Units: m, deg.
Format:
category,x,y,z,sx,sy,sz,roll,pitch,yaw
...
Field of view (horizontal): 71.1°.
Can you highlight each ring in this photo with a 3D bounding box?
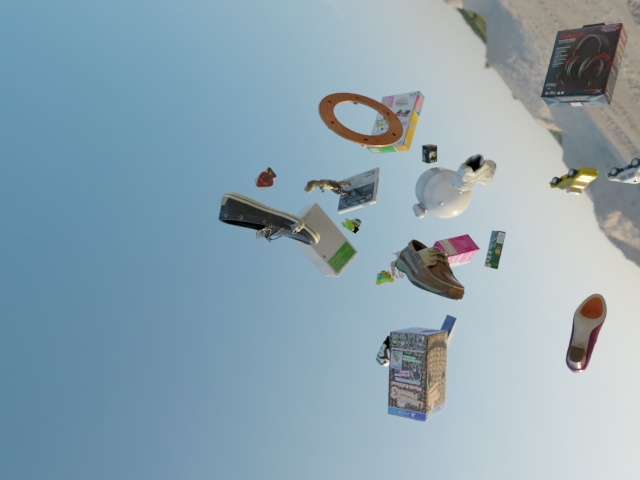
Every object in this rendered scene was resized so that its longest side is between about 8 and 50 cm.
category,x,y,z,sx,sy,sz,roll,pitch,yaw
ring,0.152,-0.456,1.702,0.336,0.032,0.336,10,-133,-11

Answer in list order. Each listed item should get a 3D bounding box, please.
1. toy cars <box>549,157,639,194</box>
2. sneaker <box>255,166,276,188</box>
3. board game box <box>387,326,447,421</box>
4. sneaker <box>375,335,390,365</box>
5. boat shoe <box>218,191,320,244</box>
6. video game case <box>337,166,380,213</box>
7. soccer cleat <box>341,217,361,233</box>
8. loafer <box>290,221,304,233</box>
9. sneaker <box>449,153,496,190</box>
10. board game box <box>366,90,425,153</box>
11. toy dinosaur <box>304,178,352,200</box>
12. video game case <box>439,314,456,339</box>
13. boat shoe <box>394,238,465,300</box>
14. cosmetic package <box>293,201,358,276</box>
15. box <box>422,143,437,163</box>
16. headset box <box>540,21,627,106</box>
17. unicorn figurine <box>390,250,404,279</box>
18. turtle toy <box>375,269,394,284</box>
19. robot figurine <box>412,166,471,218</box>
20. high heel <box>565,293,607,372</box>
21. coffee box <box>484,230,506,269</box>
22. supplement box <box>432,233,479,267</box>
category,x,y,z,sx,sy,sz,roll,pitch,yaw
toy cars,1.129,-0.243,1.792,0.176,0.394,0.087,20,-112,-52
sneaker,-0.295,-0.307,2.328,0.088,0.093,0.225,51,-161,-11
board game box,0.359,0.475,1.639,0.232,0.141,0.291,9,-98,-57
sneaker,0.408,0.573,2.409,0.235,0.153,0.094,-5,-150,-28
boat shoe,-0.247,-0.070,2.116,0.500,0.187,0.156,21,-107,-4
video game case,0.160,-0.208,1.880,0.022,0.190,0.173,36,-127,-39
soccer cleat,0.155,-0.064,2.059,0.072,0.060,0.179,48,-160,15
loafer,-0.097,-0.054,1.927,0.045,0.125,0.039,-6,-92,-19
sneaker,0.559,-0.255,1.576,0.232,0.115,0.090,-27,-125,-36
board game box,0.396,-0.621,2.368,0.064,0.242,0.316,27,-103,-43
toy dinosaur,0.065,-0.209,1.773,0.268,0.064,0.118,-6,-147,-42
video game case,0.656,0.568,2.431,0.269,0.061,0.244,-58,-27,-23
boat shoe,0.324,0.075,1.348,0.122,0.120,0.324,16,-169,-21
cosmetic package,0.000,0.000,2.376,0.365,0.155,0.197,49,-113,-17
box,0.530,-0.421,2.178,0.062,0.052,0.083,-135,37,-63
headset box,0.977,-0.656,1.660,0.110,0.218,0.293,14,-89,-46
unicorn figurine,0.332,0.101,1.883,0.162,0.060,0.111,-9,-100,-70
turtle toy,0.328,0.188,2.316,0.130,0.095,0.066,-8,-95,-83
robot figurine,0.520,-0.206,1.916,0.200,0.300,0.353,45,-170,-9
high heel,1.240,0.436,2.103,0.127,0.377,0.181,22,161,38
coffee box,0.835,0.044,2.148,0.040,0.184,0.113,11,-177,5
supplement box,0.671,0.058,2.264,0.220,0.111,0.114,-11,-128,-25
